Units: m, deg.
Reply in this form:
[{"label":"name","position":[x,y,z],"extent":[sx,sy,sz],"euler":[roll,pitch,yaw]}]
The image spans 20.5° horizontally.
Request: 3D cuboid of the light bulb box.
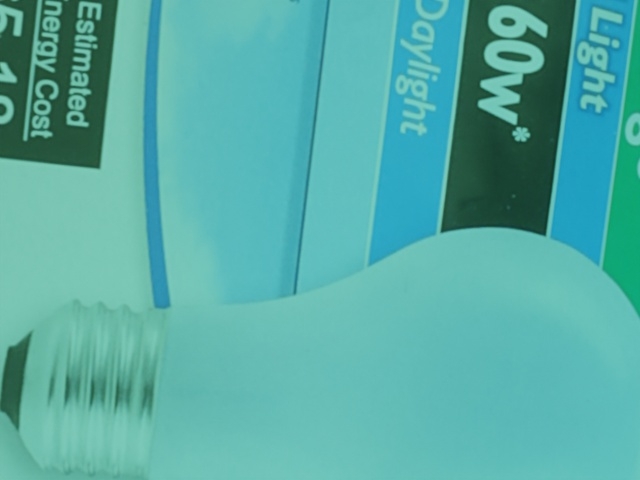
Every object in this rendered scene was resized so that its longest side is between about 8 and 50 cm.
[{"label":"light bulb box","position":[0.000,0.000,0.726],"extent":[0.361,0.225,0.358],"euler":[5,93,-12]}]
